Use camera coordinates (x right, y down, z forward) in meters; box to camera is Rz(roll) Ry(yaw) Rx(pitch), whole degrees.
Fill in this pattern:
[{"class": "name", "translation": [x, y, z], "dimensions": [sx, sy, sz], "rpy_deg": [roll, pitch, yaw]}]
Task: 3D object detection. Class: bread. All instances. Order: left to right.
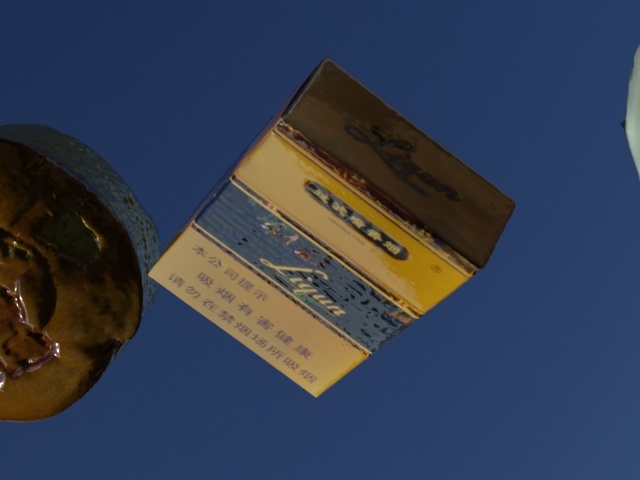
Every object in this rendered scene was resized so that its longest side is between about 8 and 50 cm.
[{"class": "bread", "translation": [-0.279, 0.026, 1.493], "dimensions": [0.270, 0.269, 0.148], "rpy_deg": [-61, -2, 21]}]

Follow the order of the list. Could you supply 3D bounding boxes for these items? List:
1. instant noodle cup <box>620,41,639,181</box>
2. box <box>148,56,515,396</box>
[{"class": "instant noodle cup", "translation": [0.289, -0.087, 0.639], "dimensions": [0.266, 0.339, 0.340], "rpy_deg": [-48, -31, -26]}, {"class": "box", "translation": [0.000, -0.001, 1.070], "dimensions": [0.070, 0.152, 0.237], "rpy_deg": [-57, 8, -33]}]
